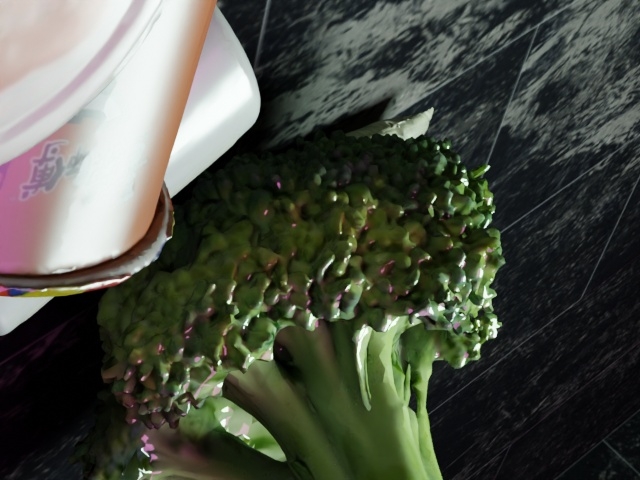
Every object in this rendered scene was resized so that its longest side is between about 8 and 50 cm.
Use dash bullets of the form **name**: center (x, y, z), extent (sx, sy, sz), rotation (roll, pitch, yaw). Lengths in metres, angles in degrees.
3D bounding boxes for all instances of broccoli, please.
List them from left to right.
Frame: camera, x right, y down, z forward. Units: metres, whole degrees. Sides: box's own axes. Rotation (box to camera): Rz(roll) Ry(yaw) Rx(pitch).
- **broccoli**: center (-0.036, 0.093, 1.183), extent (0.375, 0.249, 0.302), rotation (-45, -154, 25)

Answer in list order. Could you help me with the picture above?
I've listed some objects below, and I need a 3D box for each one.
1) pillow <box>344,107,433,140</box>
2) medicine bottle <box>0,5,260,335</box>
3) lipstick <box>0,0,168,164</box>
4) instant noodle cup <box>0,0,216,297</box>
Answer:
- **pillow**: center (0.000, 0.000, 1.378), extent (0.148, 0.050, 0.229), rotation (-30, 152, -39)
- **medicine bottle**: center (-0.161, -0.033, 0.871), extent (0.252, 0.144, 0.144), rotation (-43, 160, -16)
- **lipstick**: center (-0.164, -0.146, 0.390), extent (0.087, 0.327, 0.087), rotation (-40, 159, -18)
- **instant noodle cup**: center (-0.132, -0.126, 0.642), extent (0.250, 0.250, 0.192), rotation (-11, 132, -57)
